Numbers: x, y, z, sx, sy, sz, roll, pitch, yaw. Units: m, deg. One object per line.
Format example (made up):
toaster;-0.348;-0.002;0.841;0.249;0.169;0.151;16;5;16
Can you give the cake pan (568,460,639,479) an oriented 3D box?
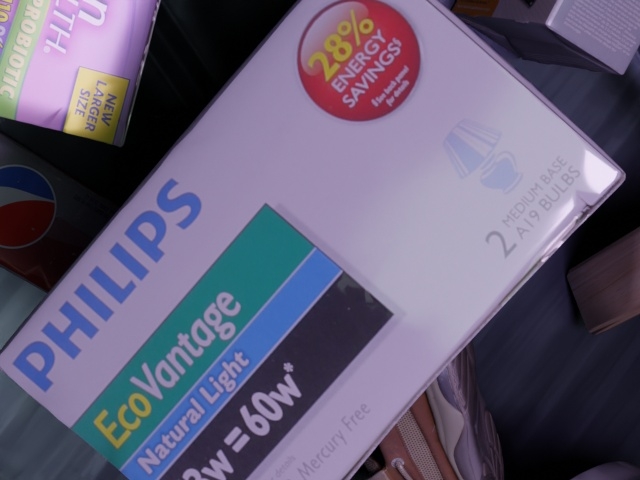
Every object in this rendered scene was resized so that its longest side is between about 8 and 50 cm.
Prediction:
cake pan;0.233;0.322;1.417;0.293;0.054;0.293;-27;139;-27

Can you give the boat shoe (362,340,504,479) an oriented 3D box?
boat shoe;0.097;0.193;1.378;0.116;0.123;0.324;-8;117;14

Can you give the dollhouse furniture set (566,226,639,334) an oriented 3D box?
dollhouse furniture set;0.435;0.154;1.374;0.256;0.362;0.394;-16;79;-19

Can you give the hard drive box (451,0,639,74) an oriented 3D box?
hard drive box;0.233;-0.267;1.283;0.089;0.181;0.232;29;89;-23

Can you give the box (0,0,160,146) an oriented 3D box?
box;-0.198;-0.198;1.090;0.117;0.243;0.214;13;97;-24

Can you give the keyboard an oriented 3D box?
keyboard;-0.083;-0.086;1.284;0.192;0.038;0.100;-18;131;-19

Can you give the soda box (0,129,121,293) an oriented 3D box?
soda box;-0.283;-0.054;1.174;0.263;0.083;0.092;34;87;-24

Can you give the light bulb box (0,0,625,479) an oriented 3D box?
light bulb box;0.000;0.000;1.090;0.225;0.361;0.358;41;97;-2
